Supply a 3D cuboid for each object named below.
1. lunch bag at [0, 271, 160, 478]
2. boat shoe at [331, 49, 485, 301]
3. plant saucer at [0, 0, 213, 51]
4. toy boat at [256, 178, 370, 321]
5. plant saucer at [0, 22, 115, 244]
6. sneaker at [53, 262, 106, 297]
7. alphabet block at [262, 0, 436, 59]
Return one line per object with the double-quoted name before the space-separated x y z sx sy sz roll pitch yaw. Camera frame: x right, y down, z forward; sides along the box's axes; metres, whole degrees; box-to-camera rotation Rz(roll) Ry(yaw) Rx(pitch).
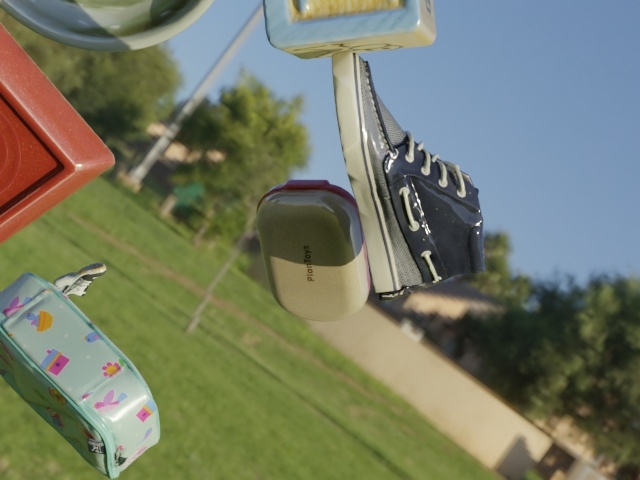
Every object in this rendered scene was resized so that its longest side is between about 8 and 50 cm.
"lunch bag" -0.339 0.194 1.804 0.279 0.108 0.224 42 -27 17
"boat shoe" 0.117 -0.093 1.701 0.127 0.158 0.341 -90 167 -63
"plant saucer" -0.316 -0.468 1.902 0.400 0.400 0.100 39 31 -21
"toy boat" 0.000 0.000 1.909 0.151 0.151 0.231 1 -56 15
"plant saucer" -0.428 -0.119 1.616 0.259 0.258 0.048 51 23 -18
"sneaker" -0.332 0.058 1.862 0.037 0.083 0.032 67 21 -10
"alphabet block" 0.035 -0.332 1.633 0.192 0.193 0.197 -4 3 9
